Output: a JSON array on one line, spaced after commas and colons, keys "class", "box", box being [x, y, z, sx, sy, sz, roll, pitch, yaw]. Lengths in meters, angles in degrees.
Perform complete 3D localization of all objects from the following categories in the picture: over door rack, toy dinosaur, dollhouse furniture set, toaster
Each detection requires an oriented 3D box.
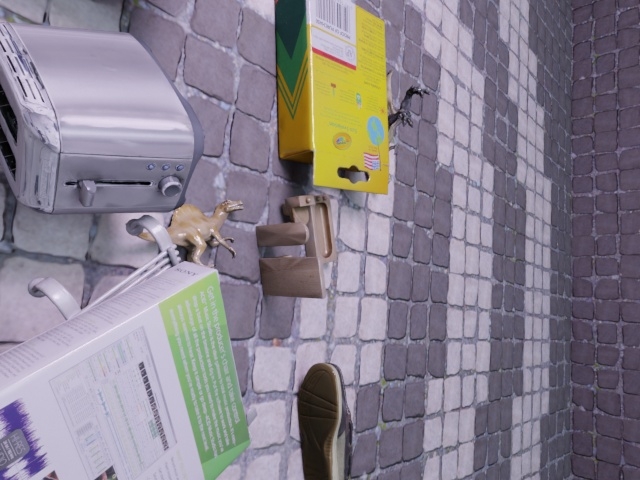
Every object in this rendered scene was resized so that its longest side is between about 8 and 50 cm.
[{"class": "over door rack", "box": [-0.222, 0.165, 0.499, 0.239, 0.108, 0.324, -44, 133, -38]}, {"class": "toy dinosaur", "box": [-0.168, -0.002, 0.603, 0.183, 0.053, 0.093, -26, 91, -52]}, {"class": "dollhouse furniture set", "box": [0.000, 0.000, 0.714, 0.151, 0.123, 0.144, -11, 96, -46]}, {"class": "toaster", "box": [-0.227, -0.123, 0.450, 0.146, 0.129, 0.227, -12, 57, -44]}, {"class": "toy dinosaur", "box": [0.141, -0.239, 0.886, 0.064, 0.118, 0.268, 20, 72, -28]}]

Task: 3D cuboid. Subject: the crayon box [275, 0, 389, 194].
[{"class": "crayon box", "box": [0.025, -0.238, 0.786, 0.202, 0.081, 0.319, 2, 86, -46]}]

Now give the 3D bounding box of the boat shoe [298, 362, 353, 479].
[{"class": "boat shoe", "box": [0.015, 0.301, 0.753, 0.073, 0.080, 0.224, -6, 97, -52]}]

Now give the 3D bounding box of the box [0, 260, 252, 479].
[{"class": "box", "box": [-0.201, 0.186, 0.394, 0.322, 0.058, 0.232, -31, 124, -45]}]
